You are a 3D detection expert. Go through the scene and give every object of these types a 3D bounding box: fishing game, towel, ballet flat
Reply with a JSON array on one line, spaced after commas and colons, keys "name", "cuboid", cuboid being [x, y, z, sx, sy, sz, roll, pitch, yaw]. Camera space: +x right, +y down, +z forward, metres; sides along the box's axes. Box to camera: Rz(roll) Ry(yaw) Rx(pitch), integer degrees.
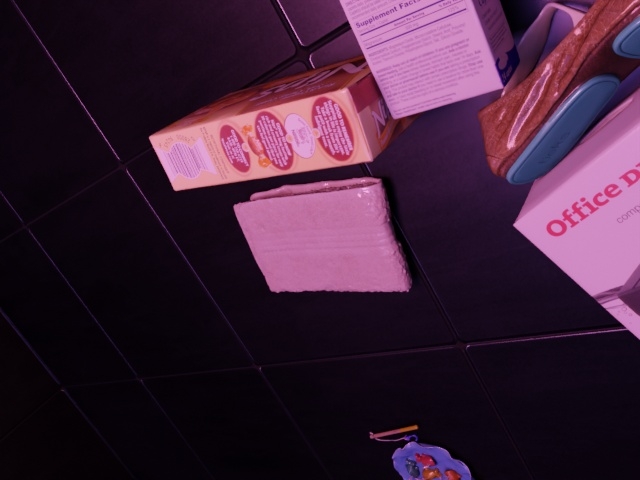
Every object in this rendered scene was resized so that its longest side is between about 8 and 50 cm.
[{"name": "fishing game", "cuboid": [0.220, 0.462, 1.083, 0.189, 0.041, 0.264, -28, 103, 46]}, {"name": "towel", "cuboid": [0.000, 0.000, 0.897, 0.282, 0.049, 0.187, -2, 121, 35]}, {"name": "ballet flat", "cuboid": [0.265, -0.197, 0.534, 0.342, 0.116, 0.124, -53, 52, 49]}]

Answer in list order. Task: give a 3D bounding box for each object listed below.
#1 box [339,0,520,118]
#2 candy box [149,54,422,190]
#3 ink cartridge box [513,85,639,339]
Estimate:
[{"name": "box", "cuboid": [0.109, -0.207, 0.557, 0.126, 0.072, 0.137, -7, 122, 41]}, {"name": "candy box", "cuboid": [-0.042, -0.153, 0.718, 0.316, 0.183, 0.087, -2, 120, 36]}, {"name": "ink cartridge box", "cuboid": [0.392, -0.003, 0.561, 0.307, 0.129, 0.223, 43, 135, 2]}]
